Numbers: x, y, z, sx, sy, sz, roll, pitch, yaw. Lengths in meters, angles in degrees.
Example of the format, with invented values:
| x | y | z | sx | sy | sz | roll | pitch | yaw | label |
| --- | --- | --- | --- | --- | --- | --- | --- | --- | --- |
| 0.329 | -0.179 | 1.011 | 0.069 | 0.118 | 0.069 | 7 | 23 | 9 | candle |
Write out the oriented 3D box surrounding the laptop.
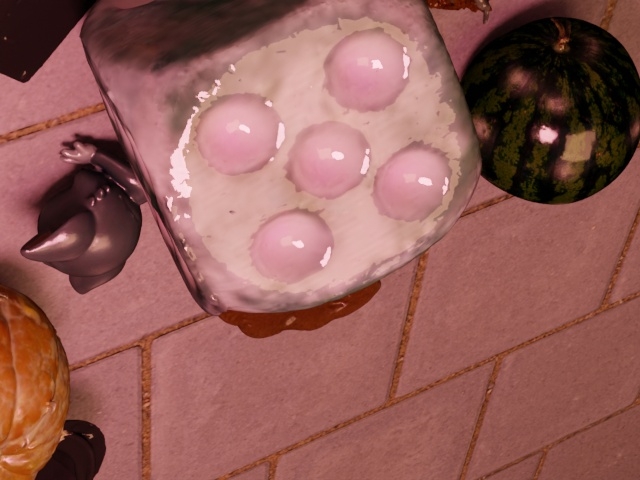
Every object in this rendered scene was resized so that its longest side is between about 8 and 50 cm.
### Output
| x | y | z | sx | sy | sz | roll | pitch | yaw | label |
| --- | --- | --- | --- | --- | --- | --- | --- | --- | --- |
| -0.337 | -0.252 | 1.494 | 0.154 | 0.026 | 0.207 | -45 | 146 | 16 | laptop |

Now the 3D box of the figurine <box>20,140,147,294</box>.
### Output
| x | y | z | sx | sy | sz | roll | pitch | yaw | label |
| --- | --- | --- | --- | --- | --- | --- | --- | --- | --- |
| -0.232 | -0.040 | 1.770 | 0.265 | 0.140 | 0.193 | -17 | 163 | -3 | figurine |

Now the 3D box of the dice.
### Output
| x | y | z | sx | sy | sz | roll | pitch | yaw | label |
| --- | --- | --- | --- | --- | --- | --- | --- | --- | --- |
| -0.050 | -0.140 | 1.541 | 0.348 | 0.328 | 0.330 | -29 | 122 | -4 | dice |

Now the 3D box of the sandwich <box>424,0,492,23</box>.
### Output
| x | y | z | sx | sy | sz | roll | pitch | yaw | label |
| --- | --- | --- | --- | --- | --- | --- | --- | --- | --- |
| 0.142 | -0.343 | 1.667 | 0.159 | 0.109 | 0.185 | 5 | 124 | 13 | sandwich |

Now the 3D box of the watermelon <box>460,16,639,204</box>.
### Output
| x | y | z | sx | sy | sz | roll | pitch | yaw | label |
| --- | --- | --- | --- | --- | --- | --- | --- | --- | --- |
| 0.320 | -0.178 | 2.002 | 0.269 | 0.269 | 0.269 | -24 | 146 | -18 | watermelon |

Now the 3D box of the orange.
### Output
| x | y | z | sx | sy | sz | roll | pitch | yaw | label |
| --- | --- | --- | --- | --- | --- | --- | --- | --- | --- |
| -0.459 | 0.200 | 1.751 | 0.329 | 0.249 | 0.329 | -32 | 143 | -28 | orange |

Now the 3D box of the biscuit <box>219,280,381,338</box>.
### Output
| x | y | z | sx | sy | sz | roll | pitch | yaw | label |
| --- | --- | --- | --- | --- | --- | --- | --- | --- | --- |
| 0.000 | 0.000 | 2.091 | 0.381 | 0.074 | 0.359 | -20 | 144 | -27 | biscuit |

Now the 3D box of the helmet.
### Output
| x | y | z | sx | sy | sz | roll | pitch | yaw | label |
| --- | --- | --- | --- | --- | --- | --- | --- | --- | --- |
| -0.448 | 0.324 | 2.009 | 0.279 | 0.160 | 0.230 | -47 | 144 | -9 | helmet |
